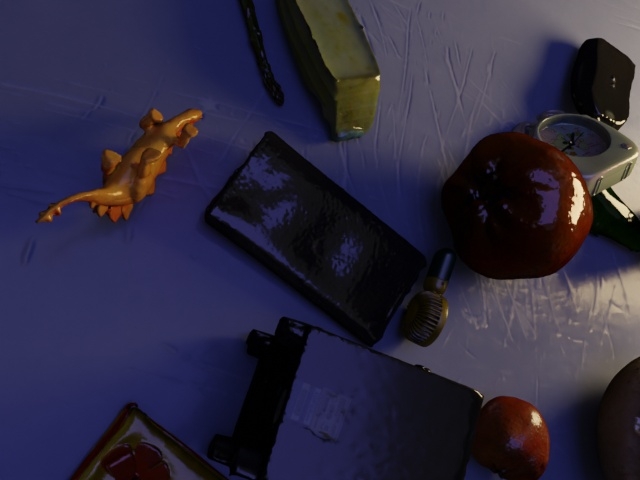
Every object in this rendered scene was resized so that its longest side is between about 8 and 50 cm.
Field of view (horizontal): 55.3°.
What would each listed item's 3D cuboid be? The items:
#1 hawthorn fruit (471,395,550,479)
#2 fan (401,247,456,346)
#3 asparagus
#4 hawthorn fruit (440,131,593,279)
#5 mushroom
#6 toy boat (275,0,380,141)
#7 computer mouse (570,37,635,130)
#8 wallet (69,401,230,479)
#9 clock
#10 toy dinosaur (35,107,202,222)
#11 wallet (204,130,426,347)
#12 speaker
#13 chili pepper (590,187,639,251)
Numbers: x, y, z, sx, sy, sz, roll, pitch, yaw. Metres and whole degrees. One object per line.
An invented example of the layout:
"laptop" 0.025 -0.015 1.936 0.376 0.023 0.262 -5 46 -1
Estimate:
"hawthorn fruit" 0.285 0.297 0.912 0.127 0.128 0.128 5 77 -22
"fan" 0.165 0.081 0.920 0.039 0.082 0.155 25 74 -12
"asparagus" -0.099 -0.322 0.934 0.024 0.025 0.249 -5 77 -67
"hawthorn fruit" 0.318 -0.038 0.957 0.260 0.224 0.224 22 69 -40
"mushroom" 0.592 0.313 0.937 0.292 0.290 0.293 3 82 -24
"toy boat" 0.016 -0.296 0.944 0.111 0.084 0.277 -17 84 -27
"computer mouse" 0.531 -0.287 1.162 0.121 0.073 0.217 31 62 -16
"wallet" -0.179 0.324 0.735 0.241 0.067 0.141 42 68 -10
"clock" 0.436 -0.161 1.068 0.151 0.062 0.191 -24 50 -18
"toy dinosaur" -0.241 -0.081 0.772 0.070 0.117 0.288 35 51 2
"wallet" 0.000 0.000 0.895 0.321 0.044 0.171 39 68 -14
"speaker" 0.019 0.223 0.751 0.253 0.232 0.184 23 70 -12
"chili pepper" 0.528 -0.059 1.119 0.216 0.062 0.108 40 67 -12
